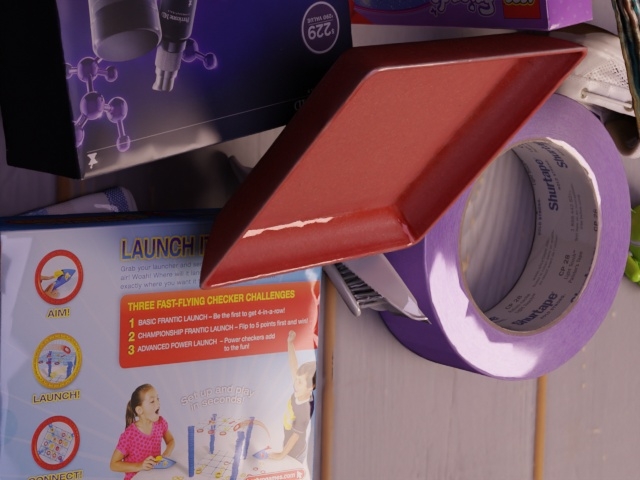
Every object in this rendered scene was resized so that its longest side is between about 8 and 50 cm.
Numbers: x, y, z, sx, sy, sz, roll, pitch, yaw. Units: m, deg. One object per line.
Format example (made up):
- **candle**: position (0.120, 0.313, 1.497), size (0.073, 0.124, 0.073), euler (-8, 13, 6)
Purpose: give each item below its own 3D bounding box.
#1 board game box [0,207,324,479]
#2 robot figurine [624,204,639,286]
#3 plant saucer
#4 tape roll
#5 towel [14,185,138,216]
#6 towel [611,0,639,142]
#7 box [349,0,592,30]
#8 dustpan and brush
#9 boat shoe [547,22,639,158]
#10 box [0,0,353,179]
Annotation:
- **board game box**: position (-0.146, 0.130, 1.452), size (0.308, 0.086, 0.302), euler (-3, 98, -38)
- **robot figurine**: position (0.356, 0.009, 1.892), size (0.101, 0.067, 0.115), euler (-23, 113, -9)
- **plant saucer**: position (0.048, -0.072, 1.402), size (0.259, 0.258, 0.048), euler (-10, 60, -45)
- **tape roll**: position (0.172, -0.008, 1.729), size (0.274, 0.090, 0.275), euler (-7, 102, -37)
- **towel**: position (-0.246, 0.090, 1.444), size (0.285, 0.034, 0.209), euler (-21, 109, -34)
- **towel**: position (0.263, -0.252, 1.571), size (0.370, 0.040, 0.271), euler (65, 18, -52)
- **box**: position (0.089, -0.278, 1.485), size (0.057, 0.293, 0.201), euler (-18, 108, -38)
- **dustpan and brush**: position (0.000, 0.000, 1.585), size (0.060, 0.147, 0.211), euler (-35, 97, -9)
- **boat shoe**: position (0.325, -0.127, 1.832), size (0.277, 0.098, 0.096), euler (23, 83, -29)
- **box**: position (-0.105, -0.163, 1.312), size (0.261, 0.103, 0.184), euler (-19, 113, -38)
